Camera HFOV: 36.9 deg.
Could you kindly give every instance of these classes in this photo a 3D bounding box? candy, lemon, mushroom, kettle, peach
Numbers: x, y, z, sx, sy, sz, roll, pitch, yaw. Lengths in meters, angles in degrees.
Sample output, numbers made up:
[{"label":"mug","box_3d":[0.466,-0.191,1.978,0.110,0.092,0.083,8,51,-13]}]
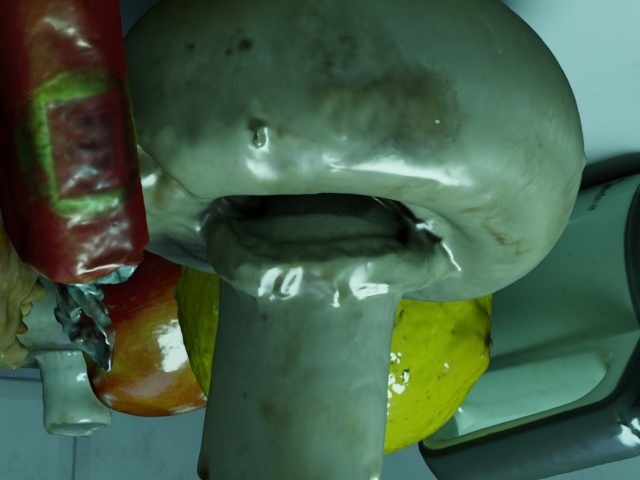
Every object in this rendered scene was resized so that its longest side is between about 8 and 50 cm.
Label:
[{"label":"candy","box_3d":[-0.120,-0.062,0.432,0.059,0.292,0.086,-18,-150,-28]},{"label":"lemon","box_3d":[0.015,0.055,0.836,0.293,0.293,0.293,-1,166,0]},{"label":"mushroom","box_3d":[0.000,0.000,0.538,0.292,0.290,0.292,6,163,2]},{"label":"kettle","box_3d":[0.213,0.104,0.961,0.376,0.250,0.361,-22,-164,50]},{"label":"peach","box_3d":[-0.177,0.095,1.146,0.243,0.199,0.243,-24,141,-21]},{"label":"mushroom","box_3d":[-0.344,0.149,1.293,0.243,0.244,0.243,-1,166,0]}]

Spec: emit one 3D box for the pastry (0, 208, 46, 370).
[{"label":"pastry","box_3d":[-0.312,-0.017,0.484,0.337,0.292,0.405,-4,161,-33]}]
